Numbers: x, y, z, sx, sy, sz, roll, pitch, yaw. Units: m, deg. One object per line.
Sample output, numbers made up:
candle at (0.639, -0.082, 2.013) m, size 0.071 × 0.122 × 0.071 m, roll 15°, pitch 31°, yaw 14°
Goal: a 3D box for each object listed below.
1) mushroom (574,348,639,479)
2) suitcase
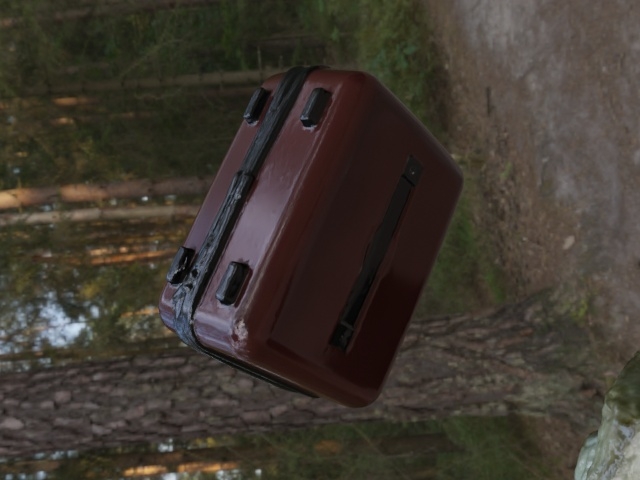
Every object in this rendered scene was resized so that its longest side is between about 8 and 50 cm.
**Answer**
mushroom at (0.375, 0.215, 0.688) m, size 0.189 × 0.267 × 0.164 m, roll 20°, pitch 133°, yaw 45°
suitcase at (0.000, 0.000, 0.677) m, size 0.236 × 0.161 × 0.297 m, roll 34°, pitch -107°, yaw -43°
